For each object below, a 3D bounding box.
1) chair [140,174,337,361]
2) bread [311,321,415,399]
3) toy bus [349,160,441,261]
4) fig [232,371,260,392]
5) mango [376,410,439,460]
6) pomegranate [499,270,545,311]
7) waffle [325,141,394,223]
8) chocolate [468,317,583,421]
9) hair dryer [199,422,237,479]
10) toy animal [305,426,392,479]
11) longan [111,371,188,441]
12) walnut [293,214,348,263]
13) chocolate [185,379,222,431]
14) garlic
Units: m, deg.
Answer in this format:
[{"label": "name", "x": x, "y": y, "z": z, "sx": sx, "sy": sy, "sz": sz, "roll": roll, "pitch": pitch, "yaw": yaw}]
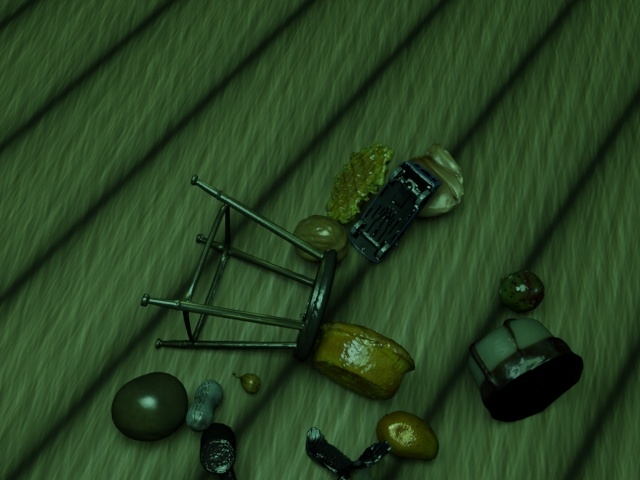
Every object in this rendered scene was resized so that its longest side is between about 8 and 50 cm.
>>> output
[{"label": "chair", "x": -0.187, "y": 0.121, "z": 1.786, "sx": 0.410, "sy": 0.364, "sz": 0.362, "roll": 17, "pitch": 64, "yaw": 0}, {"label": "bread", "x": 0.106, "y": 0.303, "z": 1.761, "sx": 0.268, "sy": 0.268, "sz": 0.145, "roll": 22, "pitch": 69, "yaw": 8}, {"label": "toy bus", "x": 0.214, "y": -0.082, "z": 1.979, "sx": 0.125, "sy": 0.292, "sz": 0.133, "roll": 42, "pitch": 25, "yaw": 17}, {"label": "fig", "x": -0.197, "y": 0.369, "z": 1.823, "sx": 0.083, "sy": 0.050, "sz": 0.050, "roll": 23, "pitch": 64, "yaw": 24}, {"label": "mango", "x": 0.223, "y": 0.495, "z": 1.758, "sx": 0.165, "sy": 0.089, "sz": 0.115, "roll": 8, "pitch": 65, "yaw": -2}, {"label": "pomegranate", "x": 0.563, "y": 0.137, "z": 1.935, "sx": 0.130, "sy": 0.130, "sz": 0.130, "roll": 1, "pitch": 64, "yaw": -2}, {"label": "waffle", "x": 0.109, "y": -0.163, "z": 1.998, "sx": 0.051, "sy": 0.291, "sz": 0.291, "roll": 28, "pitch": 61, "yaw": -26}, {"label": "chocolate", "x": 0.513, "y": 0.313, "z": 1.785, "sx": 0.283, "sy": 0.283, "sz": 0.186, "roll": -15, "pitch": 47, "yaw": -10}, {"label": "hair dryer", "x": -0.220, "y": 0.577, "z": 1.667, "sx": 0.089, "sy": 0.197, "sz": 0.251, "roll": -19, "pitch": 88, "yaw": -11}, {"label": "toy animal", "x": 0.080, "y": 0.575, "z": 1.679, "sx": 0.160, "sy": 0.272, "sz": 0.197, "roll": 37, "pitch": 56, "yaw": -25}, {"label": "longan", "x": -0.424, "y": 0.416, "z": 1.723, "sx": 0.189, "sy": 0.189, "sz": 0.189, "roll": 1, "pitch": 64, "yaw": -2}, {"label": "walnut", "x": 0.000, "y": 0.000, "z": 1.953, "sx": 0.166, "sy": 0.166, "sz": 0.149, "roll": 30, "pitch": 60, "yaw": 11}, {"label": "chocolate", "x": -0.294, "y": 0.417, "z": 1.752, "sx": 0.072, "sy": 0.072, "sz": 0.167, "roll": 12, "pitch": 29, "yaw": 3}, {"label": "garlic", "x": 0.329, "y": -0.158, "z": 2.079, "sx": 0.217, "sy": 0.110, "sz": 0.228, "roll": -27, "pitch": 59, "yaw": -3}]
